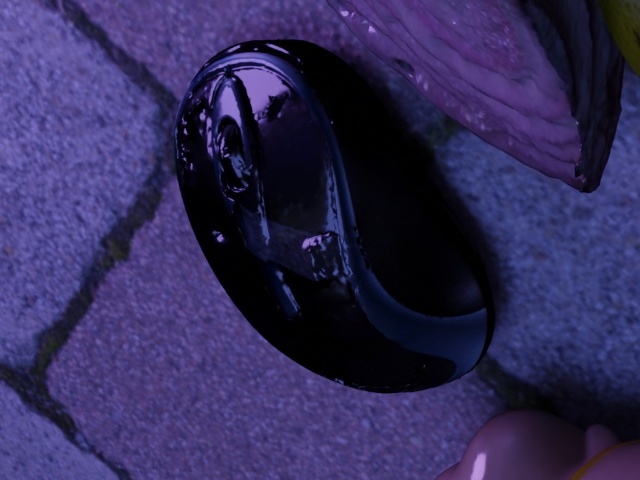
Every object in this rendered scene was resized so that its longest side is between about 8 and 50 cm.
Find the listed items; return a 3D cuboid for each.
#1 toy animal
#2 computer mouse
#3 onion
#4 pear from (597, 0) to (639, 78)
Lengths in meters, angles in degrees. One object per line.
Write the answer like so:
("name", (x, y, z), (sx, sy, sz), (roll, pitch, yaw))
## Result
("toy animal", (0.164, 0.170, 1.015), (0.248, 0.149, 0.165), (-10, 136, 39))
("computer mouse", (0.000, 0.000, 1.035), (0.137, 0.096, 0.233), (-19, 113, 43))
("onion", (0.054, -0.169, 0.857), (0.247, 0.111, 0.250), (42, 170, 38))
("pear", (0.191, -0.140, 0.743), (0.180, 0.166, 0.216), (-2, 118, 32))
